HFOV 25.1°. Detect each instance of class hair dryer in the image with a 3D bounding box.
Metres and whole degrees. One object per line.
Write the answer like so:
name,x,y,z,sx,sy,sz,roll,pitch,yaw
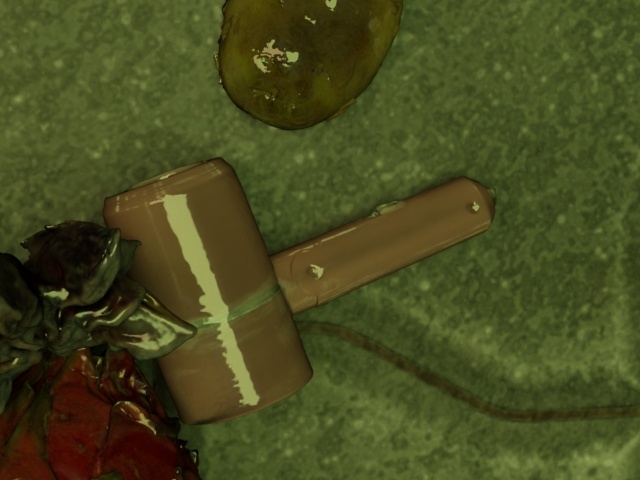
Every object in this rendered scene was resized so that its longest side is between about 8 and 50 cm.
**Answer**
hair dryer,0.000,0.000,1.282,0.352,0.125,0.210,-23,98,-18

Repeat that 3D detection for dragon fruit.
dragon fruit,-0.213,0.225,1.193,0.244,0.244,0.299,13,68,-12

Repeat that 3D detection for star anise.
star anise,-0.212,0.055,1.068,0.212,0.283,0.129,-22,81,-10

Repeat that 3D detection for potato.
potato,-0.008,-0.196,1.269,0.164,0.081,0.200,28,87,-11
